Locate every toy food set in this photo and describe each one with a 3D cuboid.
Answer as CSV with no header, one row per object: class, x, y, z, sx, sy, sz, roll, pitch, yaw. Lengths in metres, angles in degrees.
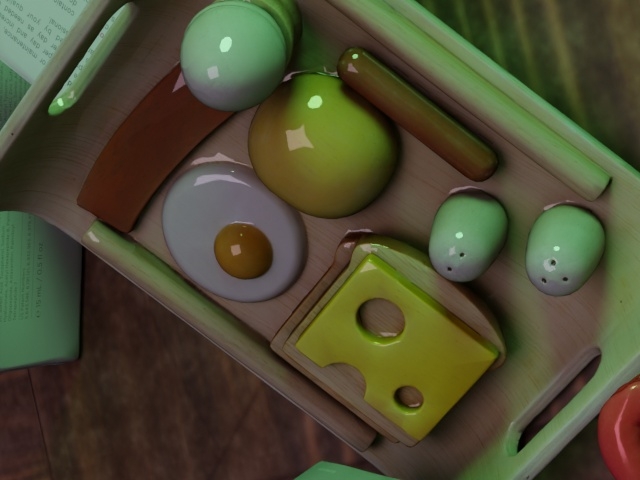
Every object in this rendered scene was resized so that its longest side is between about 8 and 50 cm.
toy food set,0.000,0.000,0.916,0.306,0.092,0.219,38,119,-3

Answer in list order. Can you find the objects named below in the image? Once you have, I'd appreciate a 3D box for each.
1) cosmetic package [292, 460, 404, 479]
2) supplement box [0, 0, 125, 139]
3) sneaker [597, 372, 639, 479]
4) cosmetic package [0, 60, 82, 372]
cosmetic package,0.014,0.241,0.922,0.107,0.127,0.238,6,118,42
supplement box,-0.074,-0.172,1.001,0.114,0.111,0.220,37,114,28
sneaker,0.242,0.094,0.789,0.279,0.118,0.107,-1,94,36
cosmetic package,-0.256,-0.107,1.035,0.097,0.284,0.377,7,98,36
